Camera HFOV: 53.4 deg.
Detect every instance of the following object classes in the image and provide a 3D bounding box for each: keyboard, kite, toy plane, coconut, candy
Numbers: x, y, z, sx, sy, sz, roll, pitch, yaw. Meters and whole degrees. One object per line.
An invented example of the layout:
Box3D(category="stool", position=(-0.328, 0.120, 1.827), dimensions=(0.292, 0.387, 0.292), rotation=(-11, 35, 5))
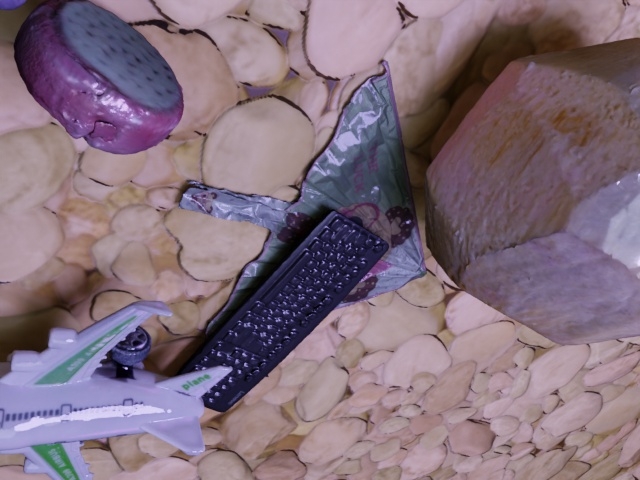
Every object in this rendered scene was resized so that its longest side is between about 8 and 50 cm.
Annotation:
Box3D(category="keyboard", position=(-0.042, 0.076, 0.593), dimensions=(0.087, 0.017, 0.250), rotation=(31, 111, -36))
Box3D(category="kite", position=(0.000, 0.000, 0.569), dimensions=(0.268, 0.013, 0.323), rotation=(21, 115, -33))
Box3D(category="toy plane", position=(-0.212, 0.133, 0.529), dimensions=(0.255, 0.101, 0.251), rotation=(10, 121, -23))
Box3D(category="coconut", position=(0.204, -0.037, 0.489), dimensions=(0.197, 0.237, 0.237), rotation=(17, 117, -36))
Box3D(category="candy", position=(-0.132, -0.099, 0.386), dimensions=(0.043, 0.103, 0.103), rotation=(-38, 130, 24))

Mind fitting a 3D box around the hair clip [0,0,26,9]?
Box3D(category="hair clip", position=(-0.222, -0.103, 0.344), dimensions=(0.278, 0.137, 0.090), rotation=(-56, 160, 22))
